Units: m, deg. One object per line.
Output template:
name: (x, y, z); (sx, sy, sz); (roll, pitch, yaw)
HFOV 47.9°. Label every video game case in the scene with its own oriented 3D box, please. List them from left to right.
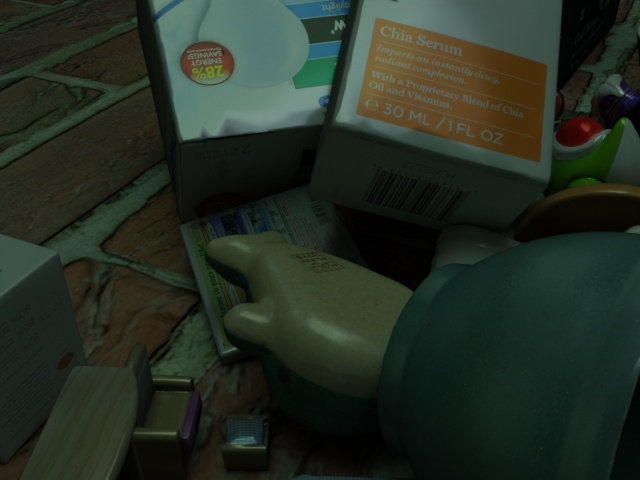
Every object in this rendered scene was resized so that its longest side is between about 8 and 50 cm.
video game case: (-0.053, 0.029, 0.863); (0.193, 0.023, 0.212); (-19, 50, -9)

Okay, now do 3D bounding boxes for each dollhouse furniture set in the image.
dollhouse furniture set: (-0.025, 0.184, 0.543); (0.303, 0.198, 0.286); (1, 35, 2)

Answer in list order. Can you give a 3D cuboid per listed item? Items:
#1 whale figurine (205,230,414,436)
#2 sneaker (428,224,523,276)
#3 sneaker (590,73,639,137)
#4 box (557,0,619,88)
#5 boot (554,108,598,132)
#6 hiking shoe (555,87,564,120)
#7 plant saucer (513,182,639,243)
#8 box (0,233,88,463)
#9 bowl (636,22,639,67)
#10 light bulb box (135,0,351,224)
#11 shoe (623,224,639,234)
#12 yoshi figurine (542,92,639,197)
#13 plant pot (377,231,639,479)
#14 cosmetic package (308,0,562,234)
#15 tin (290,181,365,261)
whale figurine: (-0.012, 0.088, 0.725); (0.216, 0.141, 0.272); (-9, 33, -44)
sneaker: (0.246, 0.103, 0.762); (0.292, 0.108, 0.169); (16, 55, 10)
sneaker: (0.410, -0.146, 0.955); (0.068, 0.170, 0.071); (-45, 48, 10)
box: (0.469, -0.636, 1.492); (0.297, 0.472, 0.480); (18, 39, 26)
boot: (0.442, -0.142, 1.139); (0.161, 0.083, 0.246); (-2, 33, 20)
hiking shoe: (0.248, -0.187, 1.180); (0.304, 0.113, 0.132); (-5, 44, 8)
plant saucer: (0.318, 0.001, 0.800); (0.200, 0.200, 0.037); (9, 54, 14)
box: (-0.312, 0.101, 0.693); (0.091, 0.170, 0.130); (15, 37, 19)
bowl: (0.681, -0.263, 1.213); (0.311, 0.163, 0.311); (-1, 34, 1)
light bulb box: (-0.061, -0.251, 1.027); (0.358, 0.225, 0.361); (-11, 68, -14)
shoe: (0.330, 0.086, 0.693); (0.076, 0.058, 0.219); (3, 74, -10)
yoshi figurine: (0.307, -0.079, 0.992); (0.362, 0.203, 0.203); (41, 92, 27)
plant pot: (0.170, 0.122, 0.570); (0.196, 0.293, 0.293); (15, 37, 36)
cosmetic package: (0.147, -0.250, 0.850); (0.230, 0.161, 0.453); (13, 65, -5)
tin: (0.000, 0.000, 0.919); (0.106, 0.040, 0.190); (-4, 48, -1)
